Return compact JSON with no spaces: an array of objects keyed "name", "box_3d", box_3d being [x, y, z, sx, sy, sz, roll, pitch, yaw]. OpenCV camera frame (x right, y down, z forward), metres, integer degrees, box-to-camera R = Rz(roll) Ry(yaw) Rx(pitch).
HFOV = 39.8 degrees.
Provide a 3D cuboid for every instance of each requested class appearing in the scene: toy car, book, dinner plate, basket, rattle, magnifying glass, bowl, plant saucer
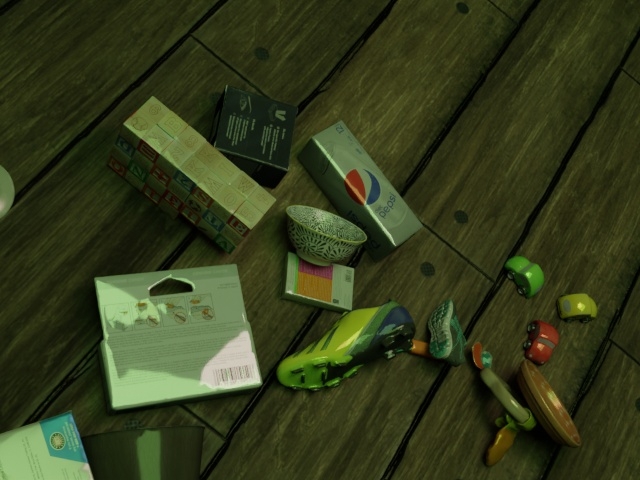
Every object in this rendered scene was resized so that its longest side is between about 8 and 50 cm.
[{"name":"toy car","box_3d":[0.491,0.126,1.939,0.239,0.053,0.225,-32,83,-31]},{"name":"book","box_3d":[-0.004,0.084,1.761,0.144,0.035,0.096,15,60,-17]},{"name":"dinner plate","box_3d":[-0.623,-0.092,1.584,0.141,0.017,0.141,9,63,-19]},{"name":"basket","box_3d":[-0.280,0.425,1.429,0.205,0.154,0.226,-2,72,-17]},{"name":"rattle","box_3d":[0.339,0.330,1.800,0.199,0.142,0.130,47,25,19]},{"name":"magnifying glass","box_3d":[0.159,0.206,1.780,0.231,0.026,0.092,16,62,-17]},{"name":"bowl","box_3d":[0.000,0.000,1.754,0.170,0.080,0.170,18,17,-6]},{"name":"plant saucer","box_3d":[0.456,0.334,1.786,0.200,0.037,0.200,49,17,-20]}]

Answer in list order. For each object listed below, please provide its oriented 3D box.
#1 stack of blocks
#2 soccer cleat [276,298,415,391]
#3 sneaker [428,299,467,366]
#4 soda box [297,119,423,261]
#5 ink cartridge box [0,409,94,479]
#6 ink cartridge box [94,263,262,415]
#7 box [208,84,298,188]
[{"name":"stack of blocks","box_3d":[-0.246,-0.111,1.661,0.297,0.171,0.087,40,59,-4]},{"name":"soccer cleat","box_3d":[0.042,0.198,1.696,0.289,0.093,0.121,-21,49,-14]},{"name":"sneaker","box_3d":[0.264,0.193,1.800,0.076,0.065,0.166,39,37,-20]},{"name":"soda box","box_3d":[0.080,-0.103,1.840,0.091,0.098,0.286,-34,84,-31]},{"name":"ink cartridge box","box_3d":[-0.476,0.391,1.344,0.233,0.168,0.171,-14,74,-28]},{"name":"ink cartridge box","box_3d":[-0.262,0.174,1.595,0.275,0.060,0.238,-5,69,-24]},{"name":"box","box_3d":[-0.141,-0.209,1.794,0.158,0.093,0.155,16,63,-15]}]
